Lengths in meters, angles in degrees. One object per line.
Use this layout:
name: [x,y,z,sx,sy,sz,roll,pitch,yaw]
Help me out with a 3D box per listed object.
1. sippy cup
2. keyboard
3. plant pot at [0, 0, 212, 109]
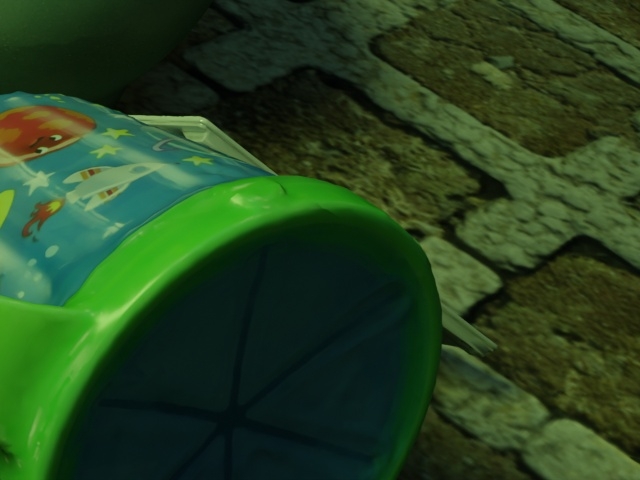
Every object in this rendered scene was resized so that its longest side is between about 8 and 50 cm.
sippy cup: [-0.099,0.041,0.823,0.240,0.305,0.224,-38,46,-20]
keyboard: [0.000,0.000,0.951,0.256,0.014,0.072,38,-14,-36]
plant pot: [-0.195,-0.194,1.114,0.293,0.196,0.293,12,34,-8]
